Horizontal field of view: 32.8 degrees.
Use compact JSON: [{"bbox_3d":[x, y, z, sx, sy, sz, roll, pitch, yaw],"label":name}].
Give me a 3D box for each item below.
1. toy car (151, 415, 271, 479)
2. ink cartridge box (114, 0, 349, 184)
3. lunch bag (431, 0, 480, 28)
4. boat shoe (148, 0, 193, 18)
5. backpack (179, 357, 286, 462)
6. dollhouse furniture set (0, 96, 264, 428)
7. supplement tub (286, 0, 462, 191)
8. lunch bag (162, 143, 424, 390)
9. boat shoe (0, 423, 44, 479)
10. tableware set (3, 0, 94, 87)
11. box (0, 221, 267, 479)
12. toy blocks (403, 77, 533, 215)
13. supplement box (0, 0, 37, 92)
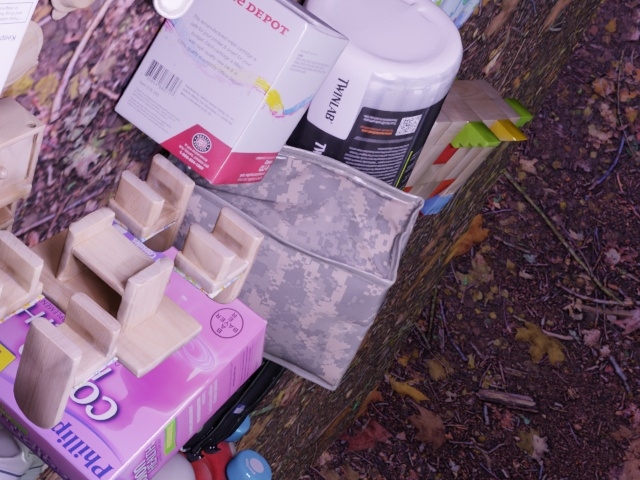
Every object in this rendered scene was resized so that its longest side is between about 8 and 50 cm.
[{"bbox_3d":[-0.251,0.389,1.827,0.238,0.210,0.219,18,126,-46],"label":"toy car"},{"bbox_3d":[-0.082,-0.162,1.049,0.176,0.128,0.127,-56,165,15],"label":"ink cartridge box"},{"bbox_3d":[0.157,-0.348,1.423,0.176,0.090,0.219,-60,164,24],"label":"lunch bag"},{"bbox_3d":[-0.108,-0.249,0.943,0.046,0.038,0.125,28,95,-33],"label":"boat shoe"},{"bbox_3d":[-0.135,0.147,1.493,0.253,0.191,0.225,-46,168,3],"label":"backpack"},{"bbox_3d":[-0.213,0.029,0.867,0.212,0.242,0.161,-36,158,-47],"label":"dollhouse furniture set"},{"bbox_3d":[0.034,-0.144,1.321,0.193,0.193,0.316,-40,160,-41],"label":"supplement tub"},{"bbox_3d":[-0.062,0.010,1.251,0.235,0.287,0.169,112,1,-49],"label":"lunch bag"},{"bbox_3d":[-0.365,0.234,1.250,0.075,0.083,0.226,-63,178,-8],"label":"boat shoe"},{"bbox_3d":[-0.213,-0.188,0.803,0.141,0.020,0.168,-45,165,-20],"label":"tableware set"},{"bbox_3d":[-0.216,0.124,1.143,0.243,0.213,0.117,-45,164,-25],"label":"box"},{"bbox_3d":[0.159,-0.138,1.806,0.381,0.190,0.261,-11,146,-53],"label":"toy blocks"},{"bbox_3d":[-0.273,-0.096,0.653,0.114,0.111,0.220,-26,150,-59],"label":"supplement box"}]
